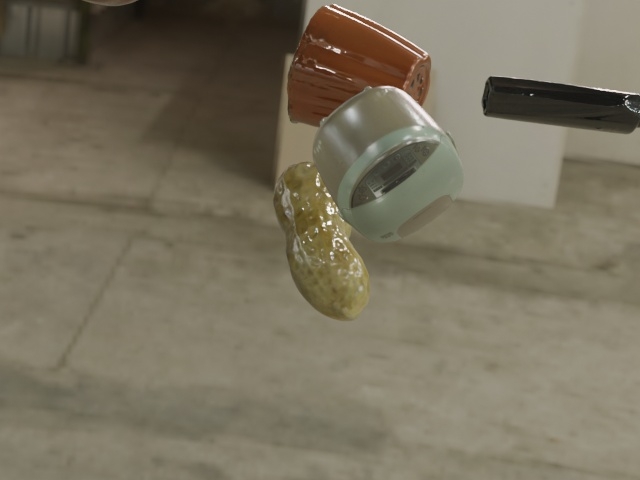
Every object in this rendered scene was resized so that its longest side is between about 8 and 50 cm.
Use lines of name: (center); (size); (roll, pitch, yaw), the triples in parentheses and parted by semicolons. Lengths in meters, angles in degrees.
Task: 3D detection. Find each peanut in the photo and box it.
peanut: (0.000, 0.000, 1.949); (0.103, 0.098, 0.229); (3, 53, -24)

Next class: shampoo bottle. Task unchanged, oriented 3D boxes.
shampoo bottle: (0.178, -0.089, 1.037); (0.137, 0.027, 0.048); (7, -11, -4)

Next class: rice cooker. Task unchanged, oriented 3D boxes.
rice cooker: (0.071, -0.080, 1.630); (0.127, 0.145, 0.206); (56, 5, 18)

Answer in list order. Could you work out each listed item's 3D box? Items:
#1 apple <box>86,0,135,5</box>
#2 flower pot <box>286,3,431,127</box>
apple: (-0.266, -0.414, 1.935); (0.230, 0.230, 0.230); (7, 16, -2)
flower pot: (0.064, -0.241, 2.287); (0.173, 0.190, 0.190); (19, 19, 19)
